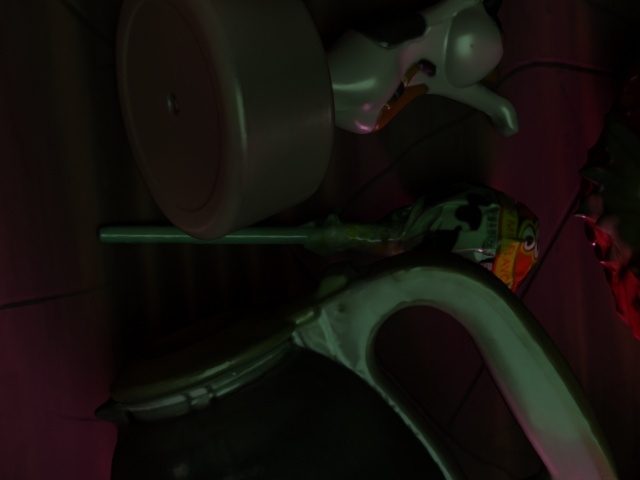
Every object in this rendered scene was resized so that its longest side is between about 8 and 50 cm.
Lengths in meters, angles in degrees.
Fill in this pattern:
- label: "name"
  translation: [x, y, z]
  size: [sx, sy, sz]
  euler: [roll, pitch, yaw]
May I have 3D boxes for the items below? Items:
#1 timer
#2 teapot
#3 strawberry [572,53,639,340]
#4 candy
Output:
- label: "timer"
  translation: [0.021, -0.111, 1.224]
  size: [0.266, 0.175, 0.175]
  euler: [-13, 114, -27]
- label: "teapot"
  translation: [-0.004, 0.151, 1.237]
  size: [0.322, 0.239, 0.239]
  euler: [-16, 102, 34]
- label: "strawberry"
  translation: [0.318, -0.026, 1.286]
  size: [0.277, 0.257, 0.257]
  euler: [2, 112, -39]
- label: "candy"
  translation: [0.000, 0.000, 1.296]
  size: [0.305, 0.091, 0.083]
  euler: [1, 77, -4]
